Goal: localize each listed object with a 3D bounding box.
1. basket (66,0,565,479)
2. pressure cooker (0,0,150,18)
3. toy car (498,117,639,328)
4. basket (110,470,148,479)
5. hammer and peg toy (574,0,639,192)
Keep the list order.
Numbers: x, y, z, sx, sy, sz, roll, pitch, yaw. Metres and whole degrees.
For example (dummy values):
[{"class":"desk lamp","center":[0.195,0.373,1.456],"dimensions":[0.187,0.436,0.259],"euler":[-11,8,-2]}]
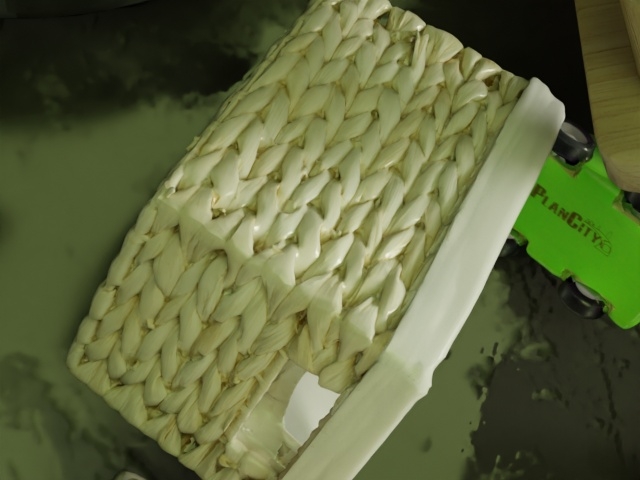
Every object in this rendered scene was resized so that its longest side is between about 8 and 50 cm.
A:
[{"class":"basket","center":[0.000,0.000,0.516],"dimensions":[0.103,0.113,0.167],"euler":[34,43,1]},{"class":"pressure cooker","center":[-0.086,-0.266,0.391],"dimensions":[0.370,0.420,0.375],"euler":[-26,91,-10]},{"class":"toy car","center":[0.156,0.022,0.577],"dimensions":[0.225,0.053,0.239],"euler":[40,123,14]},{"class":"basket","center":[0.024,0.262,0.427],"dimensions":[0.331,0.328,0.266],"euler":[30,80,-8]},{"class":"hammer and peg toy","center":[0.255,-0.163,0.480],"dimensions":[0.361,0.127,0.266],"euler":[-12,59,15]}]
